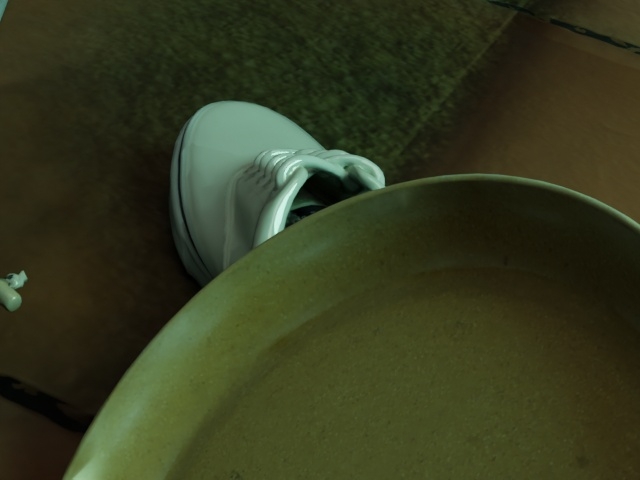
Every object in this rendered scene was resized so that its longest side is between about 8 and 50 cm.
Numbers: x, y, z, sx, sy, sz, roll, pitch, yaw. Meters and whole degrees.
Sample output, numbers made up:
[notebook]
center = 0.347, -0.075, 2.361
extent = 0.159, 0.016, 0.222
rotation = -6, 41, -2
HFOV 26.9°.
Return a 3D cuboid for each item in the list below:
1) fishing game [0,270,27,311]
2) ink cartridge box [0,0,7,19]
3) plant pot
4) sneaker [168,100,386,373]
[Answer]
[fishing game]
center = -0.248, 0.052, 0.446
extent = 0.189, 0.041, 0.264
rotation = 31, 53, 25
[ink cartridge box]
center = -0.274, -0.209, 0.814
extent = 0.189, 0.066, 0.232
rotation = 6, 39, -7
[plant pot]
center = 0.012, 0.087, 0.378
extent = 0.236, 0.032, 0.236
rotation = -22, 47, 25
[sneaker]
center = 0.000, 0.000, 0.556
extent = 0.094, 0.091, 0.258
rotation = -4, 37, -21
